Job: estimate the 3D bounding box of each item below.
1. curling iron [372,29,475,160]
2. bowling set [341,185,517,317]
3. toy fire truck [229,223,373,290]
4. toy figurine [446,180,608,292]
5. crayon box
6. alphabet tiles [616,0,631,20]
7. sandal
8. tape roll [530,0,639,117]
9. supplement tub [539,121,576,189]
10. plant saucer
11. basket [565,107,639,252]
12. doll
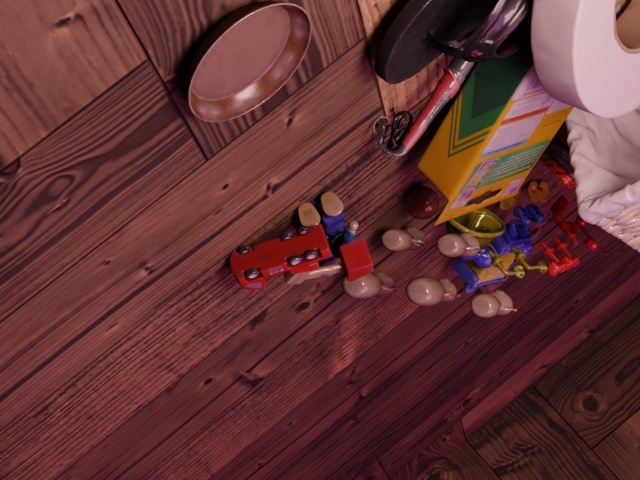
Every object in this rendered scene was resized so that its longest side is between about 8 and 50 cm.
[{"bbox_3d":[0.167,-0.225,1.733,0.274,0.068,0.035,-51,155,9],"label":"curling iron"},{"bbox_3d":[0.190,0.017,2.057,0.154,0.287,0.199,3,98,-67],"label":"bowling set"},{"bbox_3d":[-0.026,0.032,1.814,0.192,0.047,0.135,-19,154,1],"label":"toy fire truck"},{"bbox_3d":[0.324,0.044,2.305,0.363,0.191,0.217,-12,149,-48],"label":"toy figurine"},{"bbox_3d":[0.273,-0.180,1.852,0.203,0.083,0.323,-20,149,-41],"label":"crayon box"},{"bbox_3d":[0.460,-0.421,1.752,0.343,0.011,0.285,-13,125,-54],"label":"alphabet tiles"},{"bbox_3d":[0.260,-0.328,1.618,0.446,0.107,0.167,-35,157,-17],"label":"sandal"},{"bbox_3d":[0.412,-0.349,1.645,0.392,0.072,0.392,-33,138,-36],"label":"tape roll"},{"bbox_3d":[0.473,-0.186,2.202,0.190,0.117,0.117,-46,157,12],"label":"supplement tub"},{"bbox_3d":[-0.084,-0.203,1.401,0.168,0.029,0.168,-35,157,-17],"label":"plant saucer"},{"bbox_3d":[0.581,-0.172,1.936,0.328,0.331,0.266,-30,134,35],"label":"basket"},{"bbox_3d":[0.000,0.000,1.877,0.129,0.046,0.189,-26,153,-8],"label":"doll"}]
